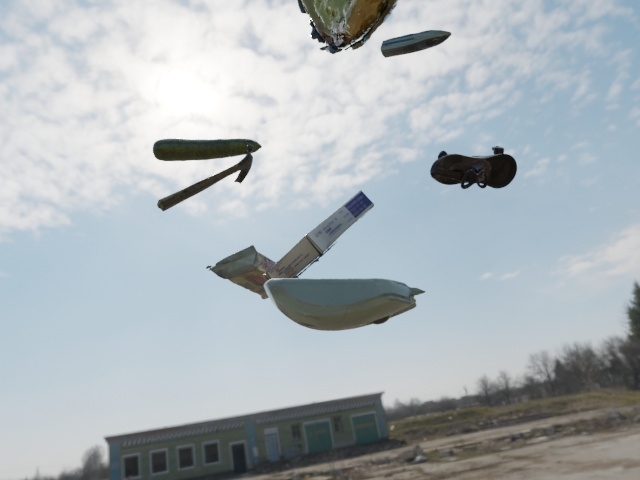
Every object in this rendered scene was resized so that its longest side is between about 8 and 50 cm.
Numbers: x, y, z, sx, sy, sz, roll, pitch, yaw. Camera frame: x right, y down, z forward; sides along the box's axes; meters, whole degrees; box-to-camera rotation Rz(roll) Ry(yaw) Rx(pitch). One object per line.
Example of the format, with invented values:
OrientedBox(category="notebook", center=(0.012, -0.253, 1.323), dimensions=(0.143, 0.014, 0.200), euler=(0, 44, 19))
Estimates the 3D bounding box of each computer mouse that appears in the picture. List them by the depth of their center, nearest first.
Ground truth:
OrientedBox(category="computer mouse", center=(0.024, 0.070, 0.549), dimensions=(0.181, 0.056, 0.089), euler=(-3, -8, 23))

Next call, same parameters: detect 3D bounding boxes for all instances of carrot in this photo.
OrientedBox(category="carrot", center=(-0.351, -0.285, 1.571), dimensions=(0.358, 0.074, 0.074), euler=(0, -19, 13))

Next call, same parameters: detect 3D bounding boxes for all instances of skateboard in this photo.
OrientedBox(category="skateboard", center=(0.242, -0.105, 0.782), dimensions=(0.151, 0.080, 0.067), euler=(-6, -65, -25))

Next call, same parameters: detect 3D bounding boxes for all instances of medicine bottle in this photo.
OrientedBox(category="medicine bottle", center=(0.000, 0.000, 0.998), dimensions=(0.201, 0.052, 0.171), euler=(-42, 1, -42))

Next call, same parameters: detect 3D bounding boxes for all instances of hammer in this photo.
OrientedBox(category="hammer", center=(-0.288, -0.152, 1.302), dimensions=(0.297, 0.027, 0.125), euler=(-35, -23, -37))

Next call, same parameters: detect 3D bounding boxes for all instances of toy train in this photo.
OrientedBox(category="toy train", center=(0.320, -0.664, 1.710), dimensions=(0.252, 0.048, 0.055), euler=(5, -30, 41))

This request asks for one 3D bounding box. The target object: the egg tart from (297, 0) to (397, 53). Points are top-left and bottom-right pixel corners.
OrientedBox(category="egg tart", center=(0.046, -0.366, 0.596), dimensions=(0.095, 0.279, 0.279), euler=(-8, -21, -23))

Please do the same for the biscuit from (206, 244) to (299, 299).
OrientedBox(category="biscuit", center=(-0.208, 0.113, 1.672), dimensions=(0.186, 0.079, 0.309), euler=(-20, -31, 22))
